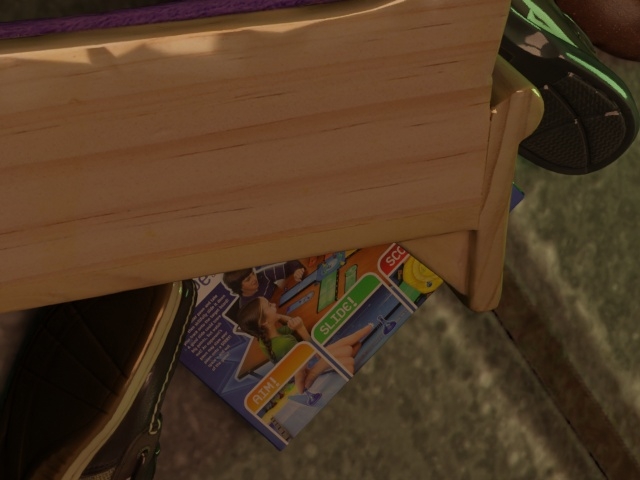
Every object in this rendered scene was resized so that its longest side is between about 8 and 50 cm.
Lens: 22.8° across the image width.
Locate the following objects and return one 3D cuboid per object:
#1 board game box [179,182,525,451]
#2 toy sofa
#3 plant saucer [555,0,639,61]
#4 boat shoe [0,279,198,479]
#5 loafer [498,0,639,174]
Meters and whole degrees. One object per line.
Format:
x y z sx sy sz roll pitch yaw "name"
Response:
0.000 0.000 0.869 0.201 0.035 0.136 -46 119 -3 "board game box"
-0.097 -0.048 0.689 0.363 0.150 0.177 -11 123 -19 "toy sofa"
0.221 -0.210 0.989 0.199 0.036 0.198 -7 103 -31 "plant saucer"
-0.120 0.106 0.812 0.073 0.080 0.223 21 100 -46 "boat shoe"
0.075 -0.136 0.900 0.096 0.084 0.267 -36 124 27 "loafer"
